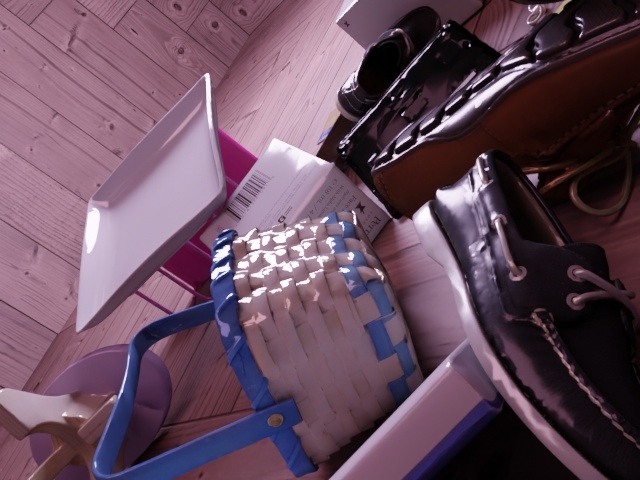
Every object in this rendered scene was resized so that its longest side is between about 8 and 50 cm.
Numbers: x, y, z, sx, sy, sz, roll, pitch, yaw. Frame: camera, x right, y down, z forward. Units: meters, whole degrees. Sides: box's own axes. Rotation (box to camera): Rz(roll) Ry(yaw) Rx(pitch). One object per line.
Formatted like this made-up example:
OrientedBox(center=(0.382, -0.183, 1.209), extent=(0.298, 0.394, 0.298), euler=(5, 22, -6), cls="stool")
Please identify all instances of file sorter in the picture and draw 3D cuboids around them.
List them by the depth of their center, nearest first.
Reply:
OrientedBox(center=(-0.220, -0.025, 1.276), extent=(0.291, 0.202, 0.182), euler=(-46, 22, 17), cls="file sorter")

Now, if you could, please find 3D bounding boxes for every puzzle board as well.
OrientedBox(center=(0.047, -0.237, 1.323), extent=(0.128, 0.011, 0.096), euler=(-31, 31, 47), cls="puzzle board")

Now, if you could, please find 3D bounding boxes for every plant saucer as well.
OrientedBox(center=(0.049, -0.200, 1.158), extent=(0.199, 0.036, 0.198), euler=(-59, 3, 5), cls="plant saucer")

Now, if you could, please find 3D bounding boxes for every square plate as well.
OrientedBox(center=(-0.268, -0.063, 1.137), extent=(0.347, 0.049, 0.344), euler=(-41, 37, 21), cls="square plate")

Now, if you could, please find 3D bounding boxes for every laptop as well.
OrientedBox(center=(0.151, -0.166, 0.976), extent=(0.234, 0.136, 0.264), euler=(-48, 46, 13), cls="laptop")

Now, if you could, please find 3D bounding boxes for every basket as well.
OrientedBox(center=(-0.062, 0.106, 0.668), extent=(0.289, 0.201, 0.255), euler=(-18, 25, 3), cls="basket")

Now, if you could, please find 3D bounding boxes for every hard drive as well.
OrientedBox(center=(0.008, 0.195, 0.496), extent=(0.319, 0.040, 0.210), euler=(-49, -14, 12), cls="hard drive")

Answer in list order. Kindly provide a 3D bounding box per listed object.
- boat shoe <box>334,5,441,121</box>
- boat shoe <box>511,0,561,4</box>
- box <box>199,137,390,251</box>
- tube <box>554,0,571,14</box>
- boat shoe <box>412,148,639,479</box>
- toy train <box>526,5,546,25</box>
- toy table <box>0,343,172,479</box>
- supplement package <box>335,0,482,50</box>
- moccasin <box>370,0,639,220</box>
OrientedBox(center=(0.114, -0.273, 1.048), extent=(0.233, 0.084, 0.079), euler=(-50, -3, -23), cls="boat shoe")
OrientedBox(center=(0.285, -0.298, 0.580), extent=(0.355, 0.132, 0.130), euler=(-31, 19, -22), cls="boat shoe")
OrientedBox(center=(-0.039, -0.017, 0.936), extent=(0.181, 0.119, 0.182), euler=(-54, 34, -2), cls="box")
OrientedBox(center=(0.263, -0.219, 0.758), extent=(0.070, 0.062, 0.240), euler=(28, 72, 29), cls="tube")
OrientedBox(center=(0.147, 0.034, 0.464), extent=(0.091, 0.114, 0.302), euler=(-49, 35, 19), cls="boat shoe")
OrientedBox(center=(0.313, -0.349, 0.876), extent=(0.166, 0.046, 0.125), euler=(-33, 27, 42), cls="toy train")
OrientedBox(center=(-0.346, 0.286, 1.024), extent=(0.274, 0.252, 0.161), euler=(-56, 2, 16), cls="toy table")
OrientedBox(center=(0.157, -0.426, 1.192), extent=(0.194, 0.149, 0.203), euler=(-36, 26, 39), cls="supplement package")
OrientedBox(center=(0.197, -0.095, 0.605), extent=(0.380, 0.147, 0.139), euler=(-35, 12, 48), cls="moccasin")
